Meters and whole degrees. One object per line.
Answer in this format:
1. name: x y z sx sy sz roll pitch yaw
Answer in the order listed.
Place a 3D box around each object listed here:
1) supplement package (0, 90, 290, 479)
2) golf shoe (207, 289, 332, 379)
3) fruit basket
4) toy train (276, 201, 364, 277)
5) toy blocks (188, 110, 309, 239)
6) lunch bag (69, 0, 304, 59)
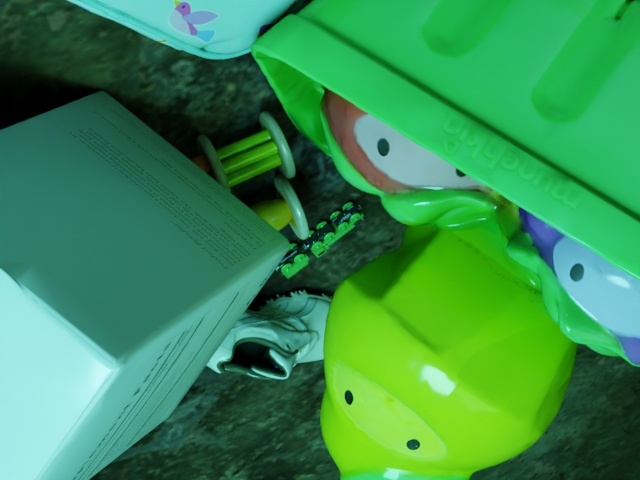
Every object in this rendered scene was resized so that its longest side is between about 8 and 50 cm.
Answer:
1. supplement package: -0.177 0.045 1.249 0.175 0.177 0.293 -53 173 22
2. golf shoe: -0.035 0.085 1.553 0.176 0.086 0.069 5 125 -38
3. fruit basket: 0.110 0.013 1.305 0.392 0.392 0.283 -34 166 0
4. toy train: 0.000 0.000 1.544 0.083 0.017 0.023 -36 149 3
5. toy blocks: -0.090 -0.019 1.439 0.148 0.054 0.123 -24 139 -10
6. lunch bag: -0.090 -0.243 1.176 0.224 0.108 0.279 -48 139 17
